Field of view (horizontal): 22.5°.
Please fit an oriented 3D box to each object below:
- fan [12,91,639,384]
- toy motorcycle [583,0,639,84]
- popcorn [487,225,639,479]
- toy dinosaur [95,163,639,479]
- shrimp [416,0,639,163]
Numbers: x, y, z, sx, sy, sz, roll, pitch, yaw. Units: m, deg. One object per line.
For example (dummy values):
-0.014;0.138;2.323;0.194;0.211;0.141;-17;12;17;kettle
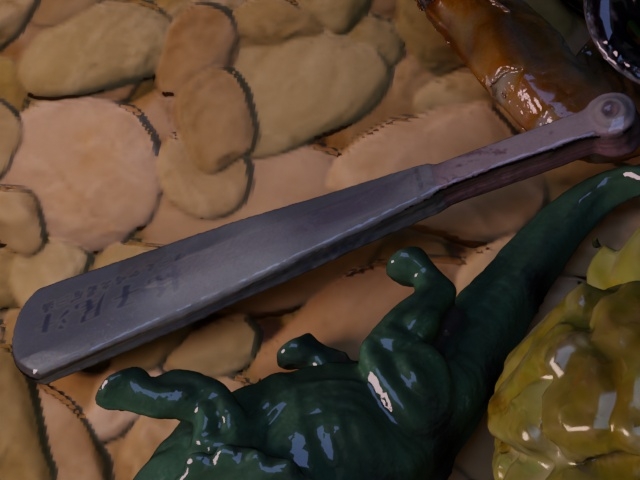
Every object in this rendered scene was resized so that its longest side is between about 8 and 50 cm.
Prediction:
0.000;0.000;0.666;0.282;0.023;0.057;-19;38;11;fan
0.201;-0.189;0.700;0.275;0.125;0.187;-31;72;-10;toy motorcycle
0.127;0.067;0.565;0.141;0.135;0.162;10;73;35;popcorn
0.009;0.054;0.631;0.120;0.079;0.292;31;59;19;toy dinosaur
0.104;-0.098;0.711;0.095;0.045;0.162;-35;59;-9;shrimp
